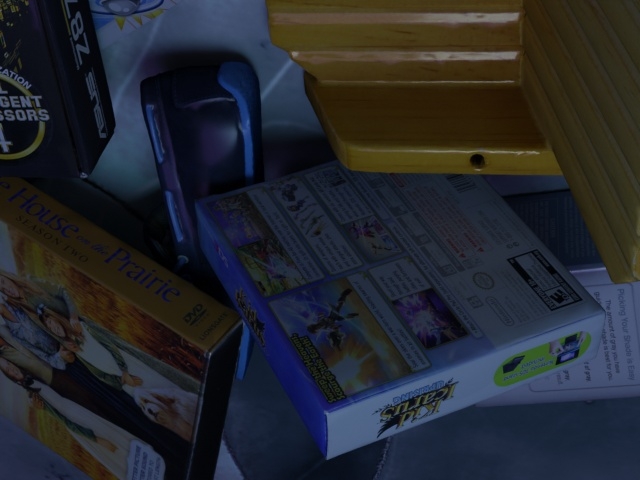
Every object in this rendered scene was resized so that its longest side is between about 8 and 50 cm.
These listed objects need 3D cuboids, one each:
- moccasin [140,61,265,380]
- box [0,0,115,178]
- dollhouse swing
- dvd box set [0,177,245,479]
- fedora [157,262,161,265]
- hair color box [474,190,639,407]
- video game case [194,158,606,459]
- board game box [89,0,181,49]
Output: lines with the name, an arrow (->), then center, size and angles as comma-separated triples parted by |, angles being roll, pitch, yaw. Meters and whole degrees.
moccasin -> -0.113, -0.018, 1.159 | 0.116, 0.138, 0.342 | 2, 120, 2
box -> -0.391, -0.206, 0.995 | 0.394, 0.097, 0.318 | 3, 126, 10
dollhouse swing -> 0.088, -0.156, 0.860 | 0.315, 0.305, 0.347 | 1, 134, 8
dvd box set -> -0.276, 0.083, 1.194 | 0.420, 0.062, 0.308 | 31, 136, 16
fedora -> -0.187, 0.078, 1.257 | 0.194, 0.079, 0.194 | 41, 150, 31
hair color box -> 0.316, 0.047, 1.143 | 0.374, 0.114, 0.185 | -6, 132, 16
video game case -> 0.056, 0.031, 1.003 | 0.244, 0.269, 0.061 | -17, 134, -19
board game box -> -0.209, -0.230, 1.024 | 0.201, 0.035, 0.136 | -24, 124, 29
